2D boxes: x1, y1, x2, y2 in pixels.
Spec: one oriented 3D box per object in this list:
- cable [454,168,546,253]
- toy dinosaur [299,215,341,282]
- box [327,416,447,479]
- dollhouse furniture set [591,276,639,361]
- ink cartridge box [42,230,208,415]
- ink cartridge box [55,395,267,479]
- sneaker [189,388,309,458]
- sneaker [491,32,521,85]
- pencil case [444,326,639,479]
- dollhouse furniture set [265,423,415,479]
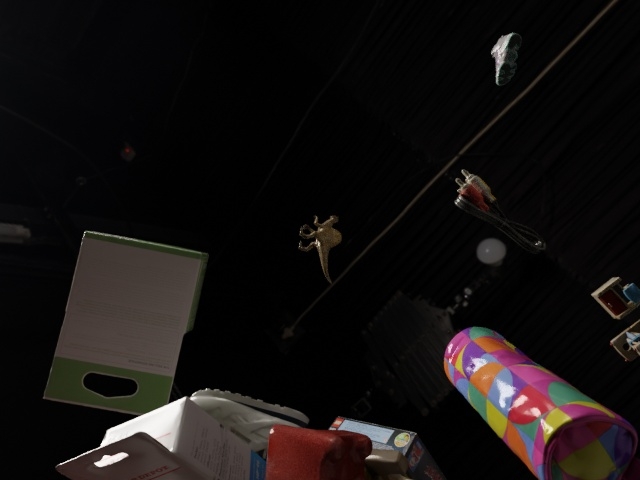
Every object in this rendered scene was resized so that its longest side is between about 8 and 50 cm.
[{"bbox_3d":[0.456,-0.069,1.069,0.287,0.072,0.139,41,-141,14],"label":"cable"},{"bbox_3d":[0.000,0.000,0.934,0.093,0.053,0.183,7,-125,3],"label":"toy dinosaur"},{"bbox_3d":[0.122,0.364,0.602,0.044,0.159,0.233,-42,-75,-37],"label":"box"},{"bbox_3d":[0.784,0.202,1.053,0.183,0.129,0.129,51,-176,13],"label":"dollhouse furniture set"},{"bbox_3d":[-0.272,0.116,0.603,0.171,0.235,0.056,11,176,-3],"label":"ink cartridge box"},{"bbox_3d":[-0.143,0.222,0.412,0.180,0.104,0.060,57,-165,-30],"label":"ink cartridge box"},{"bbox_3d":[-0.142,0.342,0.772,0.235,0.094,0.090,10,149,10],"label":"sneaker"},{"bbox_3d":[0.374,-0.373,0.866,0.038,0.098,0.069,6,-159,-15],"label":"sneaker"},{"bbox_3d":[0.228,0.180,0.471,0.104,0.104,0.236,37,-176,-12],"label":"pencil case"},{"bbox_3d":[-0.066,0.295,0.298,0.201,0.152,0.374,60,-141,-23],"label":"dollhouse furniture set"}]
